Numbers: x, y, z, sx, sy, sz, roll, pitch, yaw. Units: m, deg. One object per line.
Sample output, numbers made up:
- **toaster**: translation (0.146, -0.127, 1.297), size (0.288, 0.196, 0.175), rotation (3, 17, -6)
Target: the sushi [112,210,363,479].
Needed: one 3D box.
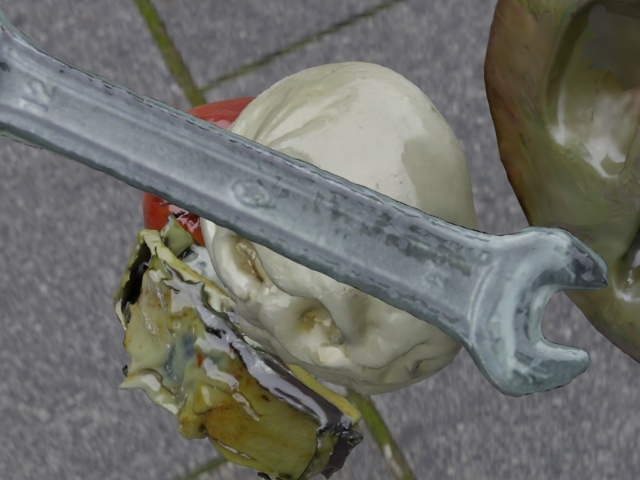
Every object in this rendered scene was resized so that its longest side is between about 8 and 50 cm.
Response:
- **sushi**: translation (-0.085, 0.109, 1.537), size (0.291, 0.139, 0.131), rotation (43, 36, 20)

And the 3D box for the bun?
- **bun**: translation (0.000, 0.000, 1.081), size (0.133, 0.231, 0.231), rotation (-16, 56, -31)

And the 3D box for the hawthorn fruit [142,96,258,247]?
- **hawthorn fruit**: translation (-0.090, -0.041, 1.735), size (0.211, 0.299, 0.211), rotation (1, 95, 14)

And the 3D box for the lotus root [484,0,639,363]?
- **lotus root**: translation (0.231, -0.080, 0.827), size (0.111, 0.390, 0.375), rotation (-32, 93, -32)

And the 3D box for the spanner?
- **spanner**: translation (-0.026, -0.017, 0.650), size (0.302, 0.017, 0.071), rotation (22, 96, -13)
